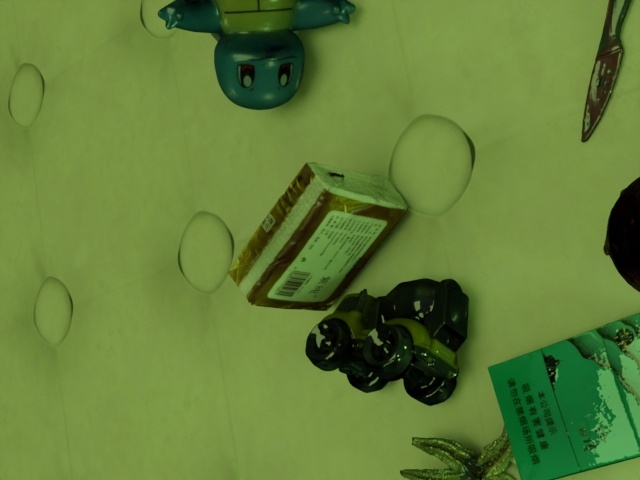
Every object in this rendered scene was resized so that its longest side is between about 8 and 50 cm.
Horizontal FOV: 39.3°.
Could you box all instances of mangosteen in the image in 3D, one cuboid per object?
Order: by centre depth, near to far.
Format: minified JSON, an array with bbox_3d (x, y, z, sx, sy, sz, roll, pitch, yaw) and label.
[{"bbox_3d":[0.424,-0.023,0.974,0.192,0.192,0.217,23,79,39],"label":"mangosteen"}]

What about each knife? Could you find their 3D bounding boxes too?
[{"bbox_3d":[0.367,-0.244,1.129,0.035,0.018,0.247,19,103,36],"label":"knife"}]

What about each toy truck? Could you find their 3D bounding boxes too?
[{"bbox_3d":[0.099,0.129,1.276,0.224,0.147,0.165,0,64,43],"label":"toy truck"}]

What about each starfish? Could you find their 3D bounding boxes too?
[{"bbox_3d":[0.210,0.330,1.209,0.224,0.050,0.216,14,79,37],"label":"starfish"}]

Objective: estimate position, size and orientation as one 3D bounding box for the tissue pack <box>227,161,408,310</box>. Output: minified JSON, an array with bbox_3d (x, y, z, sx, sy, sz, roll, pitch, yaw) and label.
[{"bbox_3d":[0.000,0.000,1.321,0.226,0.183,0.092,-55,52,24],"label":"tissue pack"}]

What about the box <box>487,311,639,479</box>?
[{"bbox_3d":[0.332,0.198,1.108,0.226,0.042,0.160,-27,68,33],"label":"box"}]

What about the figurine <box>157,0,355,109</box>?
[{"bbox_3d":[-0.117,-0.425,1.424,0.243,0.298,0.416,137,127,-70],"label":"figurine"}]
